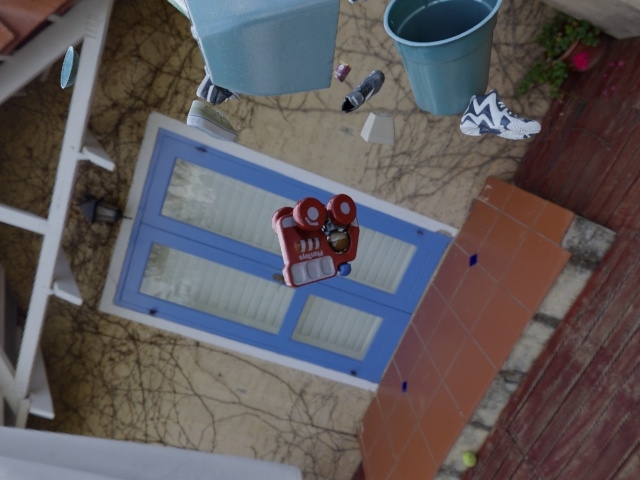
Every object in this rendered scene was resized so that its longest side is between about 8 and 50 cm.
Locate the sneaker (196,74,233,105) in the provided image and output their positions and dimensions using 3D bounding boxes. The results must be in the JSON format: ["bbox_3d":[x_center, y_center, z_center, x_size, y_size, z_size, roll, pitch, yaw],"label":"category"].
[{"bbox_3d":[-0.387,-0.639,1.660,0.217,0.121,0.079,-54,15,18],"label":"sneaker"}]

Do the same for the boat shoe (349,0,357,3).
[{"bbox_3d":[0.152,-0.988,1.612,0.142,0.049,0.040,-63,16,1],"label":"boat shoe"}]

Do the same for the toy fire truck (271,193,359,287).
[{"bbox_3d":[0.000,0.000,1.300,0.169,0.302,0.254,-14,87,53],"label":"toy fire truck"}]

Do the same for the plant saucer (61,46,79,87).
[{"bbox_3d":[-0.722,-0.497,1.207,0.119,0.021,0.120,-10,76,45],"label":"plant saucer"}]

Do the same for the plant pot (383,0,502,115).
[{"bbox_3d":[0.409,-0.616,1.358,0.334,0.341,0.341,53,-134,-55],"label":"plant pot"}]

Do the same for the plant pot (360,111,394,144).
[{"bbox_3d":[0.222,-0.426,1.573,0.109,0.109,0.096,-105,22,-61],"label":"plant pot"}]

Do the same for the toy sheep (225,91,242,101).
[{"bbox_3d":[-0.415,-0.721,2.012,0.132,0.091,0.091,-58,9,-2],"label":"toy sheep"}]

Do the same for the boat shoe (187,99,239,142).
[{"bbox_3d":[-0.394,-0.445,1.600,0.302,0.109,0.094,2,-78,-75],"label":"boat shoe"}]

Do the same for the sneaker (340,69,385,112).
[{"bbox_3d":[0.164,-0.586,1.680,0.234,0.078,0.106,-31,16,46],"label":"sneaker"}]

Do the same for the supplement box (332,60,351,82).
[{"bbox_3d":[0.104,-0.828,2.051,0.083,0.055,0.043,-56,-31,10],"label":"supplement box"}]

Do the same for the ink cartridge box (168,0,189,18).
[{"bbox_3d":[-0.527,-0.917,1.571,0.056,0.181,0.225,-49,3,4],"label":"ink cartridge box"}]

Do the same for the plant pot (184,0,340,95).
[{"bbox_3d":[-0.129,-0.440,0.824,0.247,0.252,0.248,101,148,-72],"label":"plant pot"}]

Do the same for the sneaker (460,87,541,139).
[{"bbox_3d":[0.574,-0.410,1.317,0.094,0.234,0.153,22,-99,-57],"label":"sneaker"}]
